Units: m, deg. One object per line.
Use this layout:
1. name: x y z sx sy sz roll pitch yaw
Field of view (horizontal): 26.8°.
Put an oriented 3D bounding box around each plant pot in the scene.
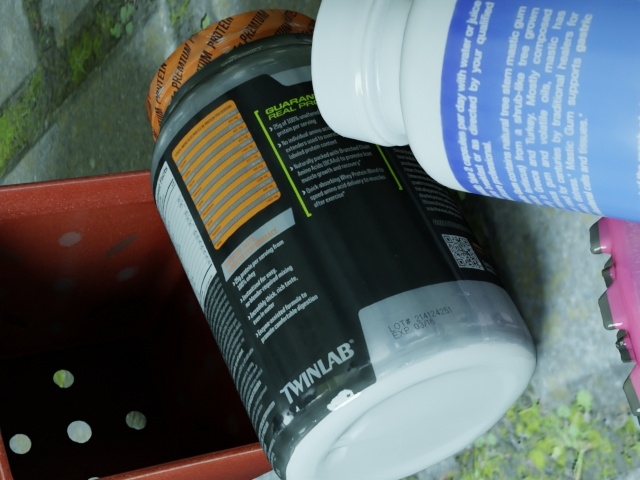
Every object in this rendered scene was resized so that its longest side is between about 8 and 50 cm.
1. plant pot: -0.184 0.119 1.149 0.267 0.267 0.236 68 150 25

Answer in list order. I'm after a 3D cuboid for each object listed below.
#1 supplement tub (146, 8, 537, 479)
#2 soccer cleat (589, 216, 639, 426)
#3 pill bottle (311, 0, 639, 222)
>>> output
1. supplement tub: 0.000 0.000 0.941 0.193 0.193 0.316 -52 52 39
2. soccer cleat: 0.245 0.103 0.719 0.143 0.116 0.331 -17 59 13
3. pill bottle: 0.137 -0.092 0.730 0.272 0.152 0.152 13 102 29
